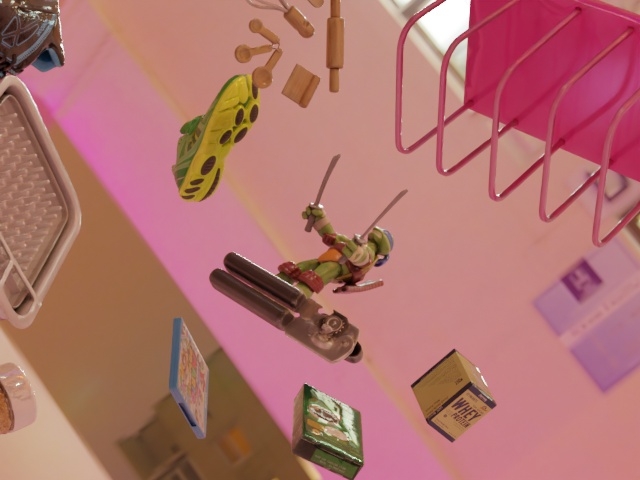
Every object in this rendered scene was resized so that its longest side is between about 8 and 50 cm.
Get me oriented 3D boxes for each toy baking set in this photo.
[{"bbox_3d":[-0.043,-0.348,2.140,0.196,0.256,0.030,7,-4,-31],"label":"toy baking set"}]

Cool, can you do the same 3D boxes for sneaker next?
[{"bbox_3d":[-0.534,-0.338,2.169,0.125,0.140,0.341,-10,6,31],"label":"sneaker"},{"bbox_3d":[-0.219,-0.210,2.551,0.109,0.123,0.296,-2,-46,-45],"label":"sneaker"}]

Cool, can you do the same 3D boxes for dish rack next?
[{"bbox_3d":[-0.470,-0.056,1.930,0.072,0.286,0.333,-11,30,17],"label":"dish rack"}]

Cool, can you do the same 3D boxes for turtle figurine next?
[{"bbox_3d":[0.000,0.000,2.339,0.266,0.198,0.275,-34,-31,-19],"label":"turtle figurine"}]

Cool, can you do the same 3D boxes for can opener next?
[{"bbox_3d":[-0.054,0.121,2.147,0.076,0.283,0.095,-50,-29,-19],"label":"can opener"}]

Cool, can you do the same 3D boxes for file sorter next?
[{"bbox_3d":[0.244,-0.152,1.487,0.182,0.290,0.202,-38,-38,-35],"label":"file sorter"}]

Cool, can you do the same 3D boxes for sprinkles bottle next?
[{"bbox_3d":[-0.672,0.326,2.276,0.355,0.121,0.121,-21,-20,-35],"label":"sprinkles bottle"}]

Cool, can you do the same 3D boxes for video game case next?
[{"bbox_3d":[-0.195,0.207,1.964,0.015,0.119,0.166,-6,-34,8],"label":"video game case"}]

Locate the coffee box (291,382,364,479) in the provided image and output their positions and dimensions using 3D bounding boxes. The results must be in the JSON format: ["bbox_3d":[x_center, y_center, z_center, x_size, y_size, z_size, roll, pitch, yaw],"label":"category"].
[{"bbox_3d":[0.011,0.302,2.088,0.040,0.113,0.184,-60,11,17],"label":"coffee box"}]

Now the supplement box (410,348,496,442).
[{"bbox_3d":[0.178,0.208,1.770,0.083,0.083,0.056,-42,-58,13],"label":"supplement box"}]
